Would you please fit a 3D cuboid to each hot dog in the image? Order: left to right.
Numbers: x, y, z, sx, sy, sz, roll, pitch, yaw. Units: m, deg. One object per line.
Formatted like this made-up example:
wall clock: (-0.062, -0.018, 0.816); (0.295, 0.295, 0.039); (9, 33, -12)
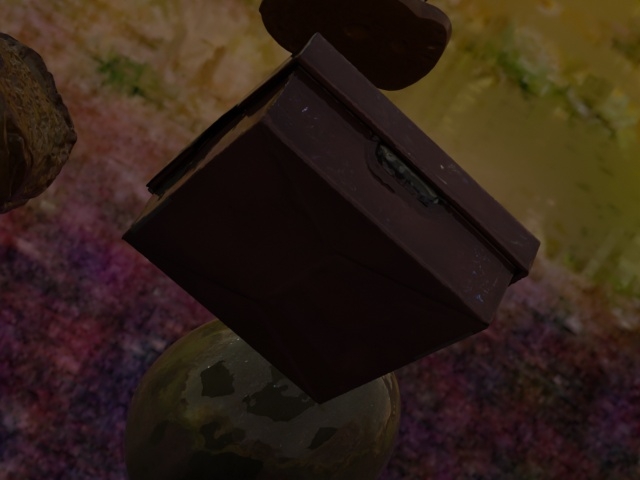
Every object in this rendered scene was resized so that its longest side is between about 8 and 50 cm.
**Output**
hot dog: (-0.296, -0.107, 0.991); (0.175, 0.114, 0.259); (63, 3, -6)

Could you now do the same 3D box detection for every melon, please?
melon: (-0.065, 0.202, 1.238); (0.308, 0.272, 0.272); (-7, 10, 19)

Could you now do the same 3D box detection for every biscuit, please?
biscuit: (0.018, -0.152, 0.860); (0.140, 0.118, 0.023); (25, 49, -26)

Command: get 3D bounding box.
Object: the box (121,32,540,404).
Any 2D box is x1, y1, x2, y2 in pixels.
box: (0.000, 0.000, 0.809); (0.215, 0.215, 0.086); (42, 51, -14)
